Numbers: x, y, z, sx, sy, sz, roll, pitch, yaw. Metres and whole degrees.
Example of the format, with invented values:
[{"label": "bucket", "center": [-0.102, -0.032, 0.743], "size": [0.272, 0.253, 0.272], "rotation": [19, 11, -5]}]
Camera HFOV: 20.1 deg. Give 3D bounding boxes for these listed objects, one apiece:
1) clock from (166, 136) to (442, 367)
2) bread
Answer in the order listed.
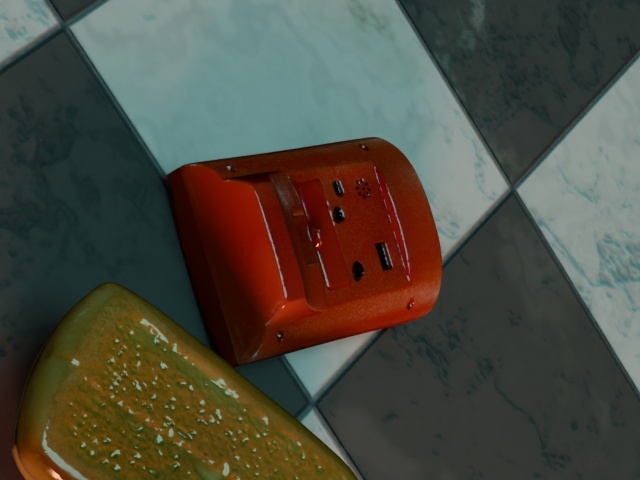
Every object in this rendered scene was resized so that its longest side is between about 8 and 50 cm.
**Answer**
[{"label": "clock", "center": [0.000, 0.000, 1.011], "size": [0.155, 0.061, 0.113], "rotation": [-12, 83, -48]}, {"label": "bread", "center": [-0.068, 0.116, 0.889], "size": [0.200, 0.077, 0.116], "rotation": [41, 52, -23]}]
